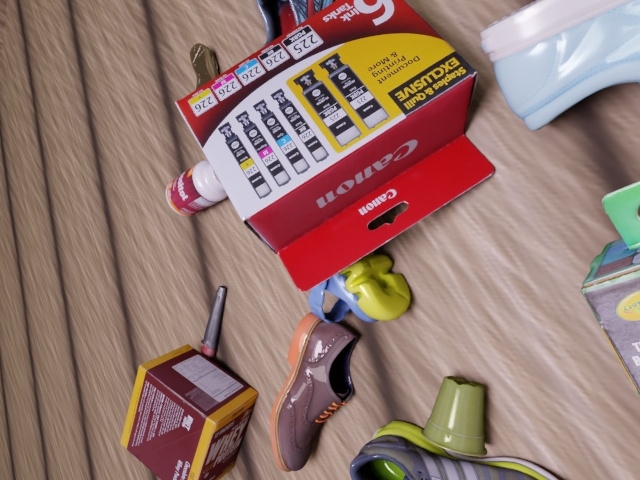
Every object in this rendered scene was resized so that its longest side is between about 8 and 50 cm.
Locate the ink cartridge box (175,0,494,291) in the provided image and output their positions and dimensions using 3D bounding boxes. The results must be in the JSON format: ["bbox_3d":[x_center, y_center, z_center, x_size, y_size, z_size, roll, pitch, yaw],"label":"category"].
[{"bbox_3d":[0.024,-0.133,0.569,0.309,0.130,0.272,-33,67,-1],"label":"ink cartridge box"}]

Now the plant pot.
[{"bbox_3d":[0.178,0.220,0.580,0.083,0.083,0.079,7,83,39],"label":"plant pot"}]

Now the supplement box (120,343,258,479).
[{"bbox_3d":[-0.256,0.348,0.877,0.194,0.129,0.191,26,108,22],"label":"supplement box"}]

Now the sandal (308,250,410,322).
[{"bbox_3d":[0.000,0.000,0.692,0.138,0.126,0.317,-41,64,37],"label":"sandal"}]

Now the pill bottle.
[{"bbox_3d":[-0.236,-0.110,0.903,0.152,0.086,0.086,-20,78,38],"label":"pill bottle"}]

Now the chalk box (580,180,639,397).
[{"bbox_3d":[0.301,0.045,0.342,0.132,0.132,0.213,-30,84,42],"label":"chalk box"}]

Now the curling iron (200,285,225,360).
[{"bbox_3d":[-0.245,0.220,0.951,0.068,0.035,0.274,30,110,35],"label":"curling iron"}]

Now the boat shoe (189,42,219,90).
[{"bbox_3d":[-0.227,-0.324,0.925,0.056,0.048,0.153,-17,87,26],"label":"boat shoe"}]

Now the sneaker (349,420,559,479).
[{"bbox_3d":[0.167,0.323,0.555,0.299,0.121,0.111,0,91,40],"label":"sneaker"}]

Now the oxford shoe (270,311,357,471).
[{"bbox_3d":[-0.009,0.258,0.721,0.098,0.097,0.272,17,101,32],"label":"oxford shoe"}]

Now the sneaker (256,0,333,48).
[{"bbox_3d":[-0.041,-0.395,0.710,0.104,0.125,0.262,0,91,39],"label":"sneaker"}]

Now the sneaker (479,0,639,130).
[{"bbox_3d":[0.351,-0.212,0.413,0.365,0.135,0.150,-15,111,34],"label":"sneaker"}]
